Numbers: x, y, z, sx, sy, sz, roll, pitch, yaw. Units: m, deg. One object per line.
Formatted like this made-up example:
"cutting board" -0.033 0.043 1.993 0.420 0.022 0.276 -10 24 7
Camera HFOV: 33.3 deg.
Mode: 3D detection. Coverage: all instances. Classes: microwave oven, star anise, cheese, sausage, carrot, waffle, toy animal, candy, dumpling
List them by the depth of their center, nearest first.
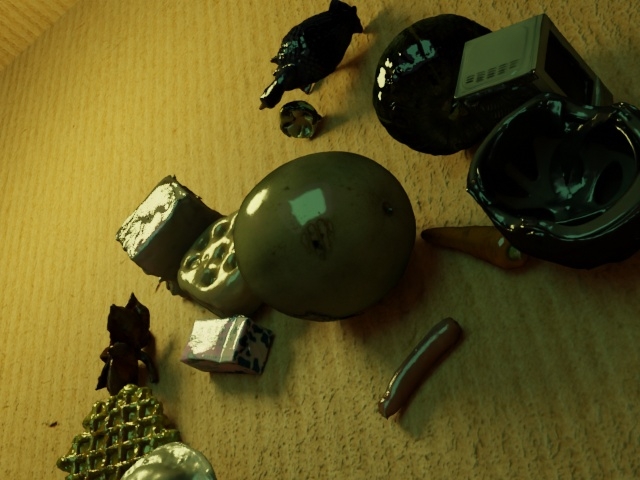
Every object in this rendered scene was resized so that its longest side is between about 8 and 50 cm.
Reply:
"sausage" 0.144 0.187 1.575 0.177 0.040 0.047 -50 41 2
"microwave oven" 0.318 -0.209 1.589 0.162 0.208 0.122 -16 48 40
"carrot" 0.236 0.002 1.638 0.061 0.061 0.256 -58 26 -10
"dumpling" -0.223 0.463 1.671 0.227 0.243 0.175 4 21 30
"candy" -0.165 0.186 1.896 0.160 0.073 0.092 -4 60 45
"waffle" -0.366 0.380 1.929 0.243 0.059 0.238 36 88 41
"cheese" -0.155 0.042 1.975 0.218 0.117 0.235 -43 36 10
"star anise" -0.379 0.208 2.085 0.196 0.111 0.212 -174 86 -71
"candy" -0.280 -0.006 2.114 0.195 0.185 0.137 -49 39 -4
"toy animal" -0.023 -0.375 2.165 0.298 0.122 0.185 -44 0 -10

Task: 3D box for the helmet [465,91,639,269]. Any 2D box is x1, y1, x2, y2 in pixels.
"helmet" 0.352 -0.057 1.446 0.225 0.177 0.305 -46 44 -11

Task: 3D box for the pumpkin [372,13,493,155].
"pumpkin" 0.201 -0.250 1.740 0.238 0.238 0.159 -45 32 8

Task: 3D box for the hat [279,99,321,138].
"hat" -0.040 -0.247 2.142 0.077 0.076 0.059 10 36 14

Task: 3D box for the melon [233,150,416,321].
"melon" 0.000 0.000 1.710 0.330 0.268 0.268 -24 42 46
